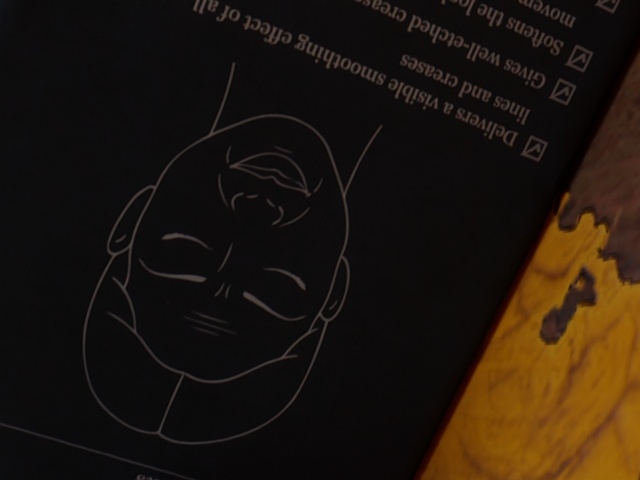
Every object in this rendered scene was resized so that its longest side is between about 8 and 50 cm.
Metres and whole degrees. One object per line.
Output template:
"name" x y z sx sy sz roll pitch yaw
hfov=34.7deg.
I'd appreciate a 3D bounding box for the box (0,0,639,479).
"box" -0.048 -0.053 0.585 0.396 0.293 0.212 -65 18 12
